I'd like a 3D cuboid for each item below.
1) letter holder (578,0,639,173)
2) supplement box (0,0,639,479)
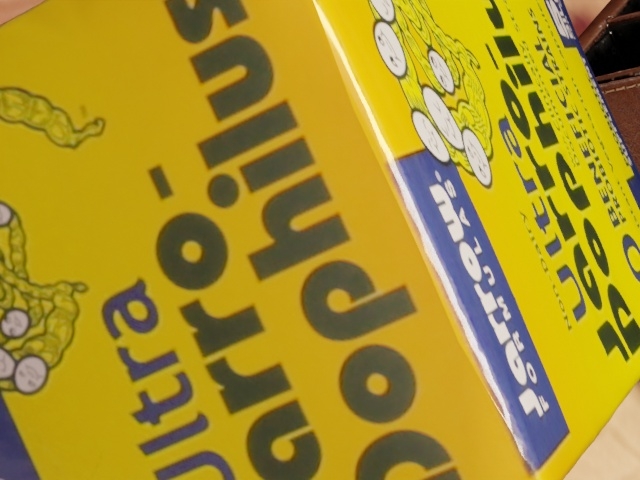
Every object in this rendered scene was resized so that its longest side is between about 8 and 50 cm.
[{"bbox_3d":[0.289,-0.007,0.925,0.152,0.214,0.302,-48,116,-39],"label":"letter holder"},{"bbox_3d":[0.000,0.000,0.665,0.194,0.195,0.356,65,21,1],"label":"supplement box"}]
